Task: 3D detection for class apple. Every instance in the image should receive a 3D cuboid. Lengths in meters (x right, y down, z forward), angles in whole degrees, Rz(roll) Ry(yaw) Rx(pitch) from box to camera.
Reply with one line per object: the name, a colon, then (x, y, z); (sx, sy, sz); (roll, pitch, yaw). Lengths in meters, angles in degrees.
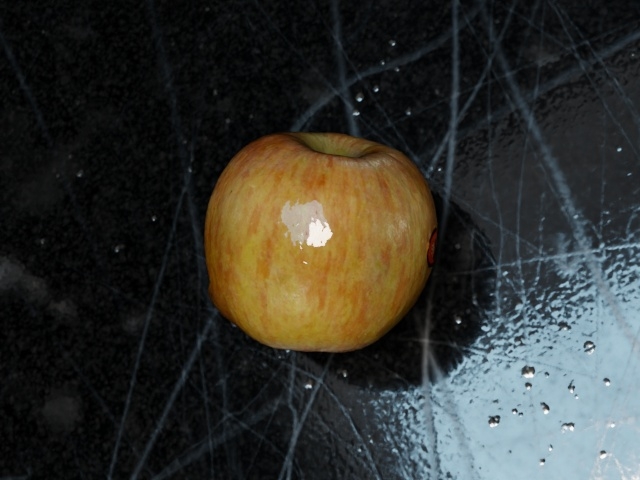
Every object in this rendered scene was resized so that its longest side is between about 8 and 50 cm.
apple: (0.000, 0.000, 1.423); (0.211, 0.211, 0.187); (12, 107, 24)
